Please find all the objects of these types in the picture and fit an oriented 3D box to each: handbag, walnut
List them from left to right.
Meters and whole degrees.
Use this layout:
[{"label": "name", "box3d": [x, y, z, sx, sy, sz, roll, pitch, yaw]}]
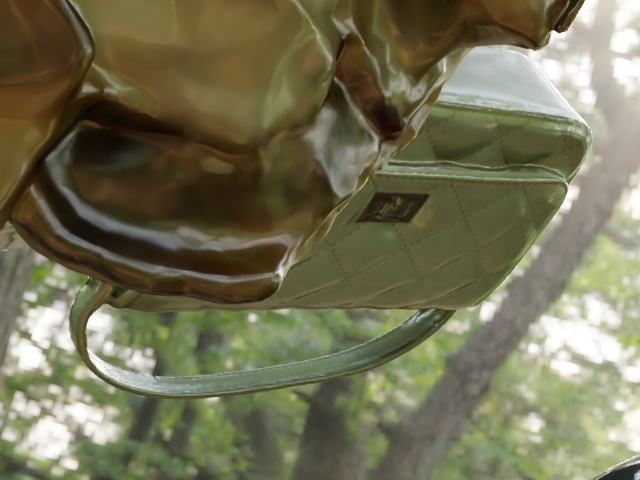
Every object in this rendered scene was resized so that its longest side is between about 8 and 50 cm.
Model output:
[{"label": "walnut", "box3d": [-0.034, -0.093, 0.493, 0.238, 0.204, 0.141, 0, 16, -25]}, {"label": "handbag", "box3d": [0.000, 0.000, 0.825, 0.256, 0.219, 0.079, 1, 39, -36]}]

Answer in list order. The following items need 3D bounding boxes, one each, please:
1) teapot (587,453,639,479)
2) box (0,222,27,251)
[{"label": "teapot", "box3d": [0.109, 0.221, 0.675, 0.285, 0.223, 0.305, -36, -7, 34]}, {"label": "box", "box3d": [-0.132, -0.112, 0.982, 0.106, 0.299, 0.200, 54, 20, 7]}]
